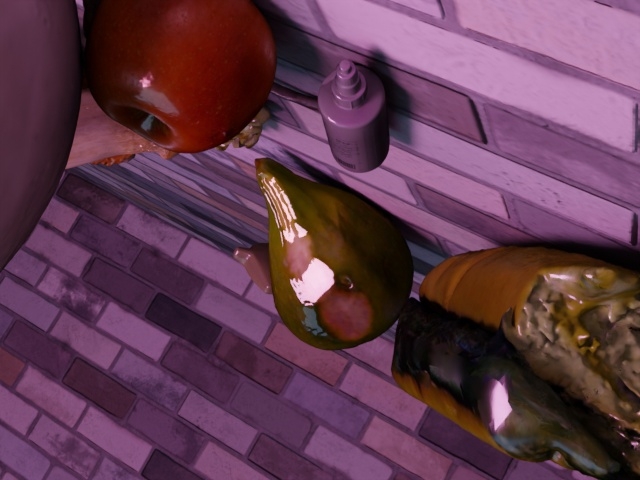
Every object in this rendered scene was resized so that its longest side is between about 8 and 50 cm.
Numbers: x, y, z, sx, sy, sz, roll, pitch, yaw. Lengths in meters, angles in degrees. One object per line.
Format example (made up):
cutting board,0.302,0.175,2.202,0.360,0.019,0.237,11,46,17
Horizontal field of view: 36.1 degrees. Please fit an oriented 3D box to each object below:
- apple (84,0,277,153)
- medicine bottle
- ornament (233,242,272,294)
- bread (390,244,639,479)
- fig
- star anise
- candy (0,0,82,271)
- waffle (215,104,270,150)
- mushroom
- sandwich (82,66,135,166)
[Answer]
apple,-0.118,-0.150,0.827,0.163,0.139,0.163,31,172,5
medicine bottle,0.029,-0.111,0.837,0.057,0.058,0.199,28,171,12
ornament,0.000,0.047,1.468,0.244,0.061,0.230,32,-148,0
bread,0.226,0.115,0.974,0.251,0.208,0.376,25,173,-12
fig,0.000,0.000,1.277,0.275,0.206,0.206,59,164,-14
star anise,-0.115,-0.199,0.952,0.227,0.219,0.148,-8,147,-19
candy,-0.290,-0.145,0.806,0.186,0.386,0.427,7,-165,-11
waffle,-0.161,-0.173,1.130,0.214,0.054,0.208,34,167,-13
mushroom,-0.351,-0.146,1.253,0.351,0.123,0.095,-1,156,-7
sandwich,-0.390,-0.200,1.402,0.301,0.162,0.250,37,174,-25
